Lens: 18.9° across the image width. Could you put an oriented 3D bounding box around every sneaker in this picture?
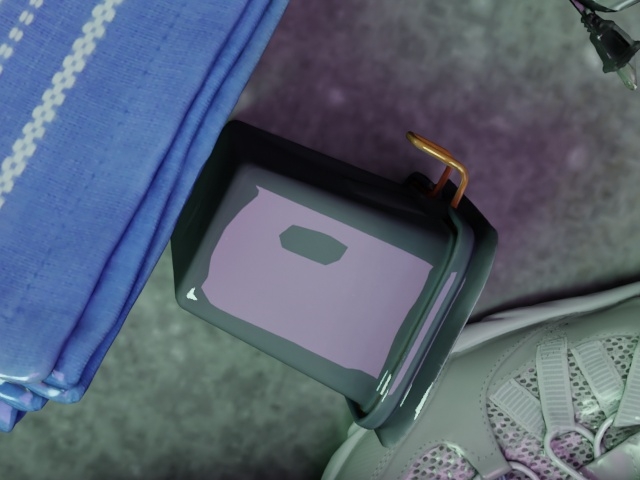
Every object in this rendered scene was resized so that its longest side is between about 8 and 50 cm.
[{"bbox_3d":[0.123,0.074,0.752,0.281,0.115,0.105,-30,112,-5],"label":"sneaker"}]

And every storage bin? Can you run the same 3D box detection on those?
[{"bbox_3d":[0.000,0.000,0.694,0.091,0.135,0.098,25,99,-11],"label":"storage bin"}]

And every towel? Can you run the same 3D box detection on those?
[{"bbox_3d":[-0.169,-0.122,0.568,0.336,0.040,0.243,30,69,-8],"label":"towel"}]

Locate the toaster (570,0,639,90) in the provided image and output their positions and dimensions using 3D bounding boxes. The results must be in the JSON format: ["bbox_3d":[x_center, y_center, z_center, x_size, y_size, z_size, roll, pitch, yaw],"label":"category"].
[{"bbox_3d":[0.099,-0.182,0.636,0.186,0.110,0.168,40,53,-22],"label":"toaster"}]
